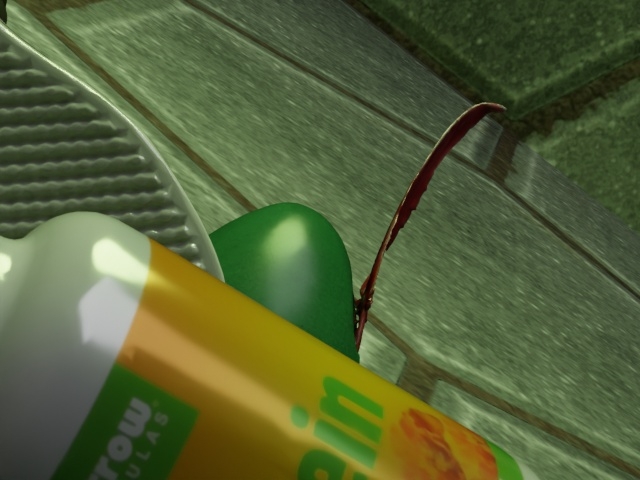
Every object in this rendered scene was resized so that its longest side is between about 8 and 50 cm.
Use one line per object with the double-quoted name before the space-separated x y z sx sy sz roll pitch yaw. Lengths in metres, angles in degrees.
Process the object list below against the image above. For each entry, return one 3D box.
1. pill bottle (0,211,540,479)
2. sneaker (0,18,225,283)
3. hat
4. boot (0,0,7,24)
"pill bottle" -0.059 0.076 0.647 0.245 0.136 0.136 31 13 -15
"sneaker" -0.138 -0.030 0.943 0.282 0.102 0.161 51 -7 9
"hat" 0.000 0.000 0.981 0.173 0.183 0.208 30 13 -21
"boot" -0.211 -0.101 1.132 0.106 0.082 0.219 58 11 5
